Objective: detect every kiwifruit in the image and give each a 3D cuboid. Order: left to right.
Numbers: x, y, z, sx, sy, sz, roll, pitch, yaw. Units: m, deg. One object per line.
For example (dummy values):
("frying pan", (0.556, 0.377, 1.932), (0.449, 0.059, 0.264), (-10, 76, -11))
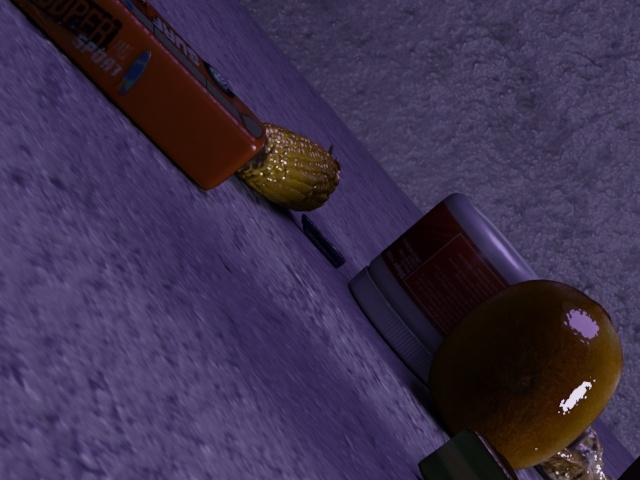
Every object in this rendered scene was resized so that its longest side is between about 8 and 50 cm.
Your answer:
("kiwifruit", (0.245, 0.154, 1.983), (0.196, 0.234, 0.196), (54, -1, 1))

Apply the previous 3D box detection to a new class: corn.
("corn", (-0.045, -0.092, 2.063), (0.260, 0.091, 0.091), (26, 65, -71))

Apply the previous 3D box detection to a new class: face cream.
("face cream", (0.169, 0.067, 2.144), (0.201, 0.187, 0.201), (48, 7, -8))

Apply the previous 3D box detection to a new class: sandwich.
("sandwich", (0.153, 0.247, 1.594), (0.074, 0.074, 0.116), (47, 8, -32))

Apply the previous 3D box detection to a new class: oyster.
("oyster", (0.268, 0.223, 2.383), (0.396, 0.111, 0.204), (52, 25, 17))

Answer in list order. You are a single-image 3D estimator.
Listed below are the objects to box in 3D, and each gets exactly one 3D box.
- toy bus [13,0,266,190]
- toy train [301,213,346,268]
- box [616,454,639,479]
("toy bus", (-0.211, -0.210, 1.693), (0.409, 0.093, 0.092), (45, 16, -26))
("toy train", (0.000, 0.000, 2.151), (0.083, 0.017, 0.017), (48, 5, -13))
("box", (0.339, 0.352, 1.489), (0.301, 0.216, 0.301), (38, 14, -12))
